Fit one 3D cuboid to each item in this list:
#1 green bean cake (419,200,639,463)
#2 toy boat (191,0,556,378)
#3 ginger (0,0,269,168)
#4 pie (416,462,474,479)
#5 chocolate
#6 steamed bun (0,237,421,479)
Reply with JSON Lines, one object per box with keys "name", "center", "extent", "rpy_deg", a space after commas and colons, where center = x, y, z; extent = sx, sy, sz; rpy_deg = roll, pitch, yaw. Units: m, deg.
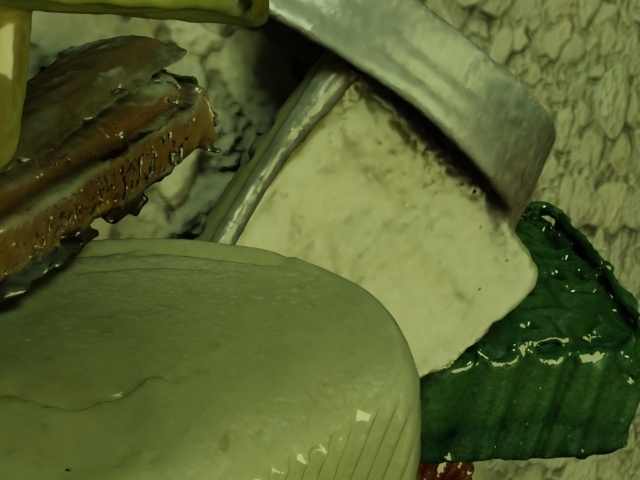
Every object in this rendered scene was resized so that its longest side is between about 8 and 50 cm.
{"name": "green bean cake", "center": [0.109, 0.057, 1.305], "extent": [0.208, 0.193, 0.107], "rpy_deg": [-2, 131, -24]}
{"name": "toy boat", "center": [0.024, -0.020, 1.142], "extent": [0.276, 0.111, 0.293], "rpy_deg": [17, 93, -36]}
{"name": "ginger", "center": [-0.157, -0.235, 0.694], "extent": [0.358, 0.211, 0.413], "rpy_deg": [-57, 143, -33]}
{"name": "pie", "center": [0.069, 0.179, 1.372], "extent": [0.154, 0.036, 0.154], "rpy_deg": [-30, 127, -51]}
{"name": "chocolate", "center": [-0.159, -0.019, 0.852], "extent": [0.329, 0.102, 0.065], "rpy_deg": [-42, 140, -52]}
{"name": "steamed bun", "center": [-0.139, 0.149, 0.849], "extent": [0.383, 0.236, 0.247], "rpy_deg": [-35, 139, -39]}
